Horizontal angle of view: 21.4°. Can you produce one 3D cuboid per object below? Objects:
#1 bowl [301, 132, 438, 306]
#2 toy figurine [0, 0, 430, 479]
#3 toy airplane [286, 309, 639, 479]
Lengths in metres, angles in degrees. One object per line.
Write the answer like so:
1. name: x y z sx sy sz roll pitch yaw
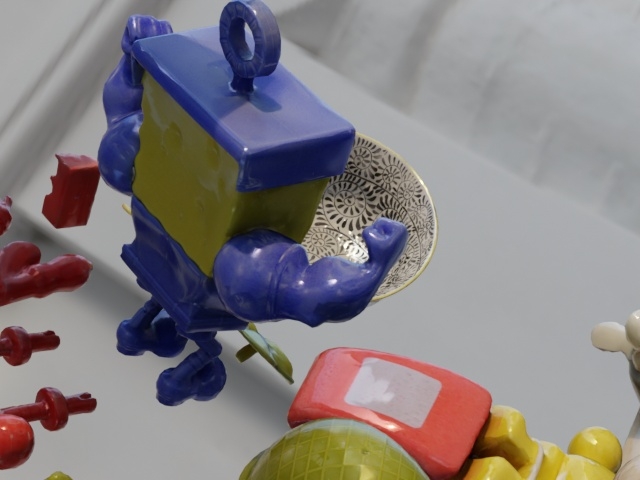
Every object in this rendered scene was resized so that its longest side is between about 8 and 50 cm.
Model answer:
1. bowl: 0.000 0.000 1.312 0.170 0.170 0.080 -40 -20 -34
2. toy figurine: -0.059 -0.002 0.795 0.191 0.362 0.217 -5 -53 -37
3. toy airplane: 0.189 0.231 1.111 0.384 0.386 0.272 0 -28 -33
